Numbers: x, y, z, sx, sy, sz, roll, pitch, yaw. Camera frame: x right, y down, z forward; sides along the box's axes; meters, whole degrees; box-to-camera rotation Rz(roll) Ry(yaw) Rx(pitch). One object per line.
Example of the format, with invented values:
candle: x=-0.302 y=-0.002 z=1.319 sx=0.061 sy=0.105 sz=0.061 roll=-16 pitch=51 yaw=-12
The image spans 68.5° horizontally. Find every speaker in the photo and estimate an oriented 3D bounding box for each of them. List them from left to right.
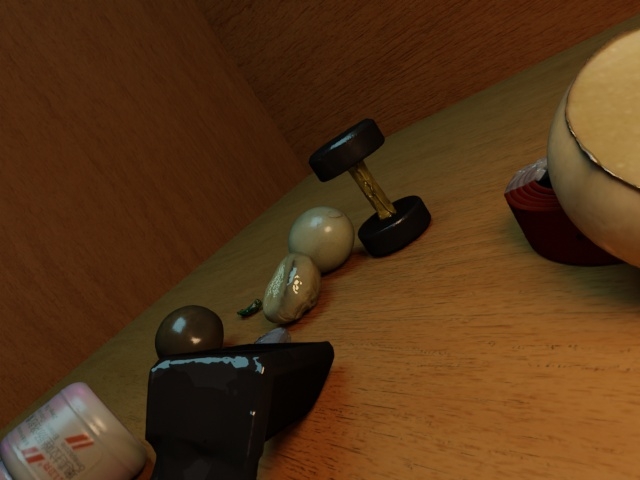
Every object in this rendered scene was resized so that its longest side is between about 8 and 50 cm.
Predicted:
speaker: x=-0.104 y=0.255 z=0.714 sx=0.179 sy=0.184 sz=0.388 roll=-5 pitch=-9 yaw=15

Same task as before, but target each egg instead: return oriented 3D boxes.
egg: x=0.000 y=0.000 z=1.378 sx=0.186 sy=0.186 sz=0.253 roll=-44 pitch=-1 yaw=-35

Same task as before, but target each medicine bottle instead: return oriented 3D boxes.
medicine bottle: x=-0.538 y=0.470 z=0.944 sx=0.302 sy=0.241 sz=0.241 roll=-42 pitch=16 yaw=-29

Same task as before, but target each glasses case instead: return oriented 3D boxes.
glasses case: x=-0.134 y=0.283 z=1.006 sx=0.109 sy=0.067 sz=0.282 roll=-27 pitch=17 yaw=20

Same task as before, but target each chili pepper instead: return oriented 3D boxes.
chili pepper: x=-0.231 y=0.225 z=1.499 sx=0.118 sy=0.035 sz=0.055 roll=-35 pitch=-2 yaw=41

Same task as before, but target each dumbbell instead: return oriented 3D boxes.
dumbbell: x=0.133 y=-0.138 z=1.258 sx=0.203 sy=0.323 sz=0.204 roll=-32 pitch=14 yaw=9

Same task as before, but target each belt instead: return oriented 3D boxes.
belt: x=0.439 y=-0.073 z=0.778 sx=0.227 sy=0.115 sz=0.324 roll=-35 pitch=13 yaw=-7

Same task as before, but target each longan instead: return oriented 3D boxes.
longan: x=-0.367 y=0.275 z=1.325 sx=0.198 sy=0.198 sz=0.212 roll=-39 pitch=12 yaw=-18

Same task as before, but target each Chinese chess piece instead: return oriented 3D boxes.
Chinese chess piece: x=0.447 y=-0.116 z=0.541 sx=0.337 sy=0.141 sz=0.339 roll=-10 pitch=53 yaw=14

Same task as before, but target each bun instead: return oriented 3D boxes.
bun: x=-0.063 y=0.134 z=1.250 sx=0.222 sy=0.127 sz=0.223 roll=-54 pitch=21 yaw=32
